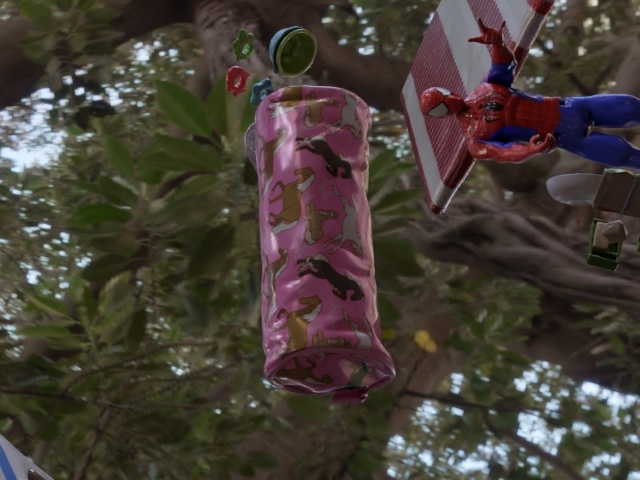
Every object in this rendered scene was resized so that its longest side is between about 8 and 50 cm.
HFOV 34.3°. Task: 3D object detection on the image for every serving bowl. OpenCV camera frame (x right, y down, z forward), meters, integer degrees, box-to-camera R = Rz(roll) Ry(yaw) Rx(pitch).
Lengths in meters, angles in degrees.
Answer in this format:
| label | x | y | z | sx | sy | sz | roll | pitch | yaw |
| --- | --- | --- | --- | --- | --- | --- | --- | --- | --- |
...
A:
| label | x | y | z | sx | sy | sz | roll | pitch | yaw |
| --- | --- | --- | --- | --- | --- | --- | --- | --- | --- |
| serving bowl | 0.321 | -0.060 | 1.280 | 0.083 | 0.083 | 0.027 | 11 | -103 | -33 |

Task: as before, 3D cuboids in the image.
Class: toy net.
| label | x | y | z | sx | sy | sz | roll | pitch | yaw |
| --- | --- | --- | --- | --- | --- | --- | --- | --- | --- |
| toy net | -0.074 | -0.184 | 1.433 | 0.122 | 0.045 | 0.232 | -21 | -48 | -37 |

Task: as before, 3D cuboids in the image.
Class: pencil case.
| label | x | y | z | sx | sy | sz | roll | pitch | yaw |
| --- | --- | --- | --- | --- | --- | --- | --- | --- | --- |
| pencil case | 0.000 | 0.000 | 1.263 | 0.167 | 0.160 | 0.386 | 14 | -123 | -29 |

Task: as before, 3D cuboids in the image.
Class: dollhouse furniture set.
| label | x | y | z | sx | sy | sz | roll | pitch | yaw |
| --- | --- | --- | --- | --- | --- | --- | --- | --- | --- |
| dollhouse furniture set | 0.324 | -0.036 | 1.098 | 0.152 | 0.076 | 0.059 | 94 | -167 | -51 |

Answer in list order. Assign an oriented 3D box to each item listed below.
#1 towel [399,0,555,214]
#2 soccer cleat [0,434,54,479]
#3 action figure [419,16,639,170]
| label | x | y | z | sx | sy | sz | roll | pitch | yaw |
| --- | --- | --- | --- | --- | --- | --- | --- | --- | --- |
| towel | 0.168 | -0.218 | 1.038 | 0.037 | 0.237 | 0.329 | 13 | -54 | -15 |
| soccer cleat | -0.251 | 0.236 | 0.739 | 0.143 | 0.331 | 0.116 | 34 | -79 | -16 |
| action figure | 0.211 | -0.101 | 0.824 | 0.139 | 0.280 | 0.092 | 32 | -111 | -73 |
